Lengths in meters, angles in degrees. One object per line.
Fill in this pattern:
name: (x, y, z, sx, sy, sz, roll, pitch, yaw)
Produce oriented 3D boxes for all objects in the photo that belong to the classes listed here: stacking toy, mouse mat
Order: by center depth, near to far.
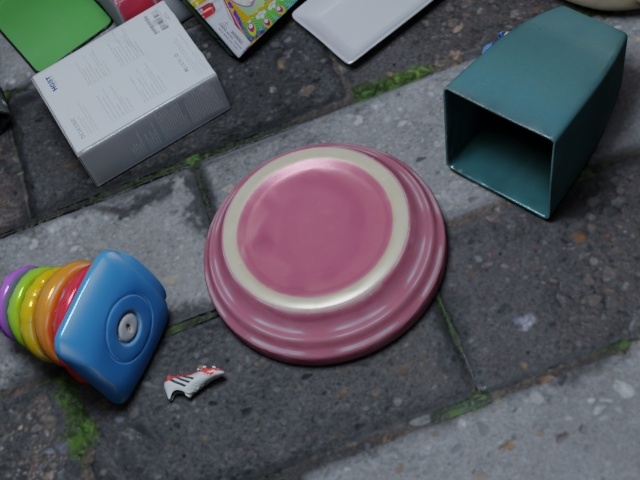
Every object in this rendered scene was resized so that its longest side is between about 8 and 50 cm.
stacking toy: (-0.368, 0.094, 1.642, 0.302, 0.175, 0.165, 7, 61, 32)
mouse mat: (-0.438, -0.360, 1.980, 0.153, 0.007, 0.189, -38, 61, -10)

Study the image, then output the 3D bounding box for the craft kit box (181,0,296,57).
craft kit box: (-0.120, -0.443, 1.815, 0.246, 0.250, 0.061, -47, 24, -7)

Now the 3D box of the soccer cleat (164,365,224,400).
soccer cleat: (-0.163, 0.186, 1.598, 0.083, 0.029, 0.035, -12, 68, 9)

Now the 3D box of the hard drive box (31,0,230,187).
hard drive box: (-0.280, -0.219, 1.817, 0.232, 0.089, 0.181, -31, 59, -6)

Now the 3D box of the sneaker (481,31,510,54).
sneaker: (0.249, -0.241, 1.737, 0.059, 0.053, 0.144, 24, 60, 23)

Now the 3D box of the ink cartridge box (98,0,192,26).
ink cartridge box: (-0.230, -0.477, 1.928, 0.306, 0.131, 0.226, -33, 60, -10)

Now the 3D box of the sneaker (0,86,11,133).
sneaker: (-0.514, -0.213, 1.876, 0.106, 0.078, 0.234, 4, 66, 11)

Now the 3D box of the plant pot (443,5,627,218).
plant pot: (0.299, -0.190, 1.636, 0.165, 0.165, 0.234, 30, 64, 25)

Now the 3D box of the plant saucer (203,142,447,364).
plant saucer: (0.000, 0.000, 1.635, 0.332, 0.084, 0.332, -5, 61, 9)

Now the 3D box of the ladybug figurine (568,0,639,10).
ladybug figurine: (0.397, -0.527, 1.801, 0.305, 0.162, 0.449, -22, 59, -1)

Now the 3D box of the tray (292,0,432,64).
tray: (0.102, -0.376, 1.857, 0.270, 0.030, 0.145, -39, 61, -11)
